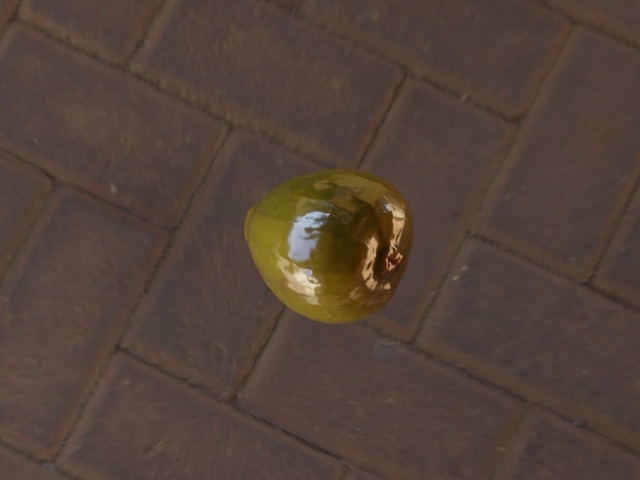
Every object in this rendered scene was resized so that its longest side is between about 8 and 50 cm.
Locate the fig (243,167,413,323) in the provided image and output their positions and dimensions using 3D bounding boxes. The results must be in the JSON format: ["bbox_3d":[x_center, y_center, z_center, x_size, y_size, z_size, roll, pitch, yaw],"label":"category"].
[{"bbox_3d":[0.000,0.000,0.669,0.088,0.074,0.074,15,81,38],"label":"fig"}]
